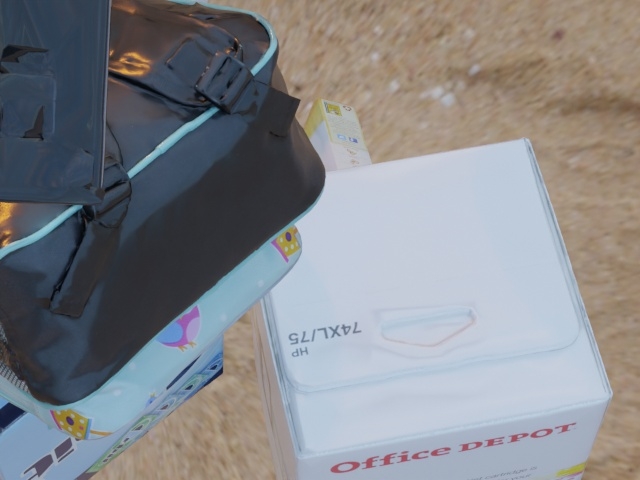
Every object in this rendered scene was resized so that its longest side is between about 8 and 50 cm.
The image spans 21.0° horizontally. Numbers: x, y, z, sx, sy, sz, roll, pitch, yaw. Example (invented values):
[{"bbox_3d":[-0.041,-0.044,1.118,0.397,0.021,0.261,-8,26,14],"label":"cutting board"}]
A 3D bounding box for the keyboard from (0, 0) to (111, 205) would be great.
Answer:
[{"bbox_3d":[-0.184,-0.034,0.375,0.317,0.033,0.201,2,91,-39],"label":"keyboard"}]

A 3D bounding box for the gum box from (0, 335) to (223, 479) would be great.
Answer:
[{"bbox_3d":[-0.126,0.079,0.980,0.157,0.184,0.041,-39,74,-17],"label":"gum box"}]

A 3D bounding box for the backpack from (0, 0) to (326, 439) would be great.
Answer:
[{"bbox_3d":[-0.109,-0.023,0.688,0.188,0.144,0.166,26,58,34],"label":"backpack"}]

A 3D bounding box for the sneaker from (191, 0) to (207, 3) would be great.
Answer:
[{"bbox_3d":[-0.256,-0.191,1.673,0.366,0.210,0.137,-20,48,-30],"label":"sneaker"}]

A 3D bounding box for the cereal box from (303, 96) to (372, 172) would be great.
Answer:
[{"bbox_3d":[0.000,0.000,1.579,0.047,0.240,0.173,15,119,-17],"label":"cereal box"}]

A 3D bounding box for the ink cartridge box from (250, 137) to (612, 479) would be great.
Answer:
[{"bbox_3d":[0.062,0.094,1.180,0.198,0.270,0.197,-10,62,-6],"label":"ink cartridge box"}]
